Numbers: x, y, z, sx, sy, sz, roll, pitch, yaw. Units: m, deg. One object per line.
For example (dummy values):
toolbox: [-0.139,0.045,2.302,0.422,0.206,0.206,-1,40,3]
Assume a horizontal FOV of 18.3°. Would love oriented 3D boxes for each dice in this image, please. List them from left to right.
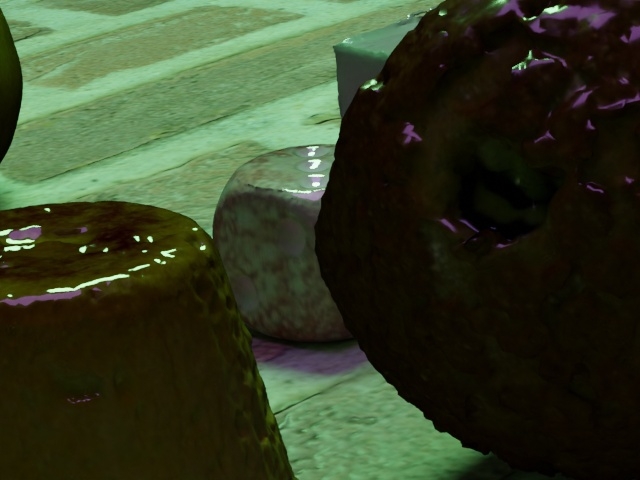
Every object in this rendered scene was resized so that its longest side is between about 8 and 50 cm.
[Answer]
dice: [0.000,0.000,1.129,0.091,0.094,0.093,9,22,39]

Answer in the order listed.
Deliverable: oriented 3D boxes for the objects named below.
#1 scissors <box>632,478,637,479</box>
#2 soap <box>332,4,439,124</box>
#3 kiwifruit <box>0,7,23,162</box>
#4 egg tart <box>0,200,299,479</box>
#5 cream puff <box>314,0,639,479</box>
scissors: [0.168,0.123,0.827,0.085,0.022,0.176,-13,16,-41]
soap: [0.158,-0.110,1.428,0.181,0.081,0.259,-20,24,-34]
kiwifruit: [-0.300,-0.104,1.376,0.196,0.196,0.234,-6,12,0]
egg tart: [-0.110,0.068,0.882,0.202,0.147,0.202,-5,16,1]
cream puff: [0.159,-0.008,0.869,0.303,0.303,0.212,-16,58,-28]
